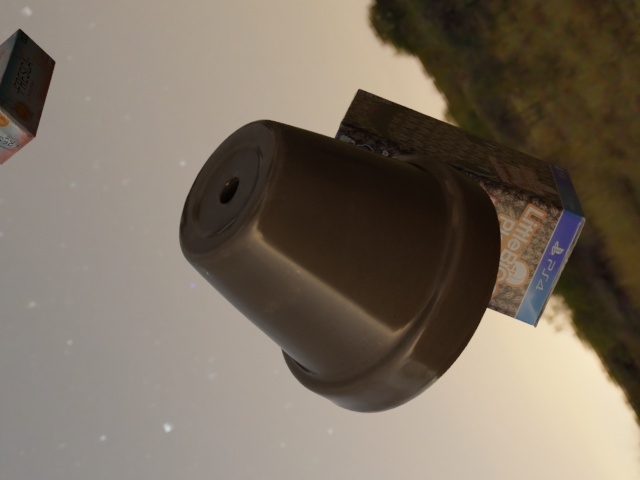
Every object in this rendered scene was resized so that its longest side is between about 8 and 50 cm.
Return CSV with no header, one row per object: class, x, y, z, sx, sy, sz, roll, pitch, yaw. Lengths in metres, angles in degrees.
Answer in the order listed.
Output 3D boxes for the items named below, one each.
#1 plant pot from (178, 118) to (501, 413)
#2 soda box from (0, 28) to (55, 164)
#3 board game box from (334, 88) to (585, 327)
plant pot,0.000,0.000,1.114,0.229,0.263,0.263,31,-156,-31
soda box,-0.355,-0.167,1.355,0.063,0.058,0.183,45,-158,-29
board game box,0.144,-0.047,1.411,0.291,0.141,0.232,21,-162,-1
